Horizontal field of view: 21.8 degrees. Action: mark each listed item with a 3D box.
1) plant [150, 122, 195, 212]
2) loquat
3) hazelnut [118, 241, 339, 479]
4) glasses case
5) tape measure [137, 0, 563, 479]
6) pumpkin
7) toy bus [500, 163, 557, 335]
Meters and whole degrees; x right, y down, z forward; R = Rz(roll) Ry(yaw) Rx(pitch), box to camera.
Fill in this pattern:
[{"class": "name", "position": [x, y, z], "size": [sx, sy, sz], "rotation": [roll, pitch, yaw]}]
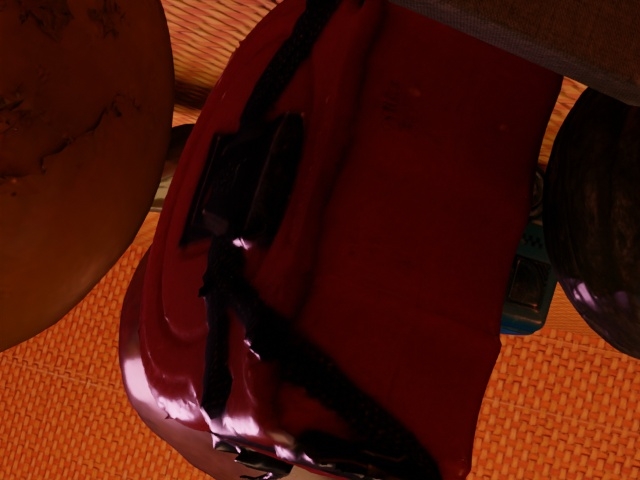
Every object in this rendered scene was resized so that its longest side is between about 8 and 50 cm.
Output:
[{"class": "plant", "position": [-0.230, -0.055, 1.259], "size": [0.306, 0.297, 0.261], "rotation": [28, 150, 24]}, {"class": "loquat", "position": [-0.174, -0.064, 0.711], "size": [0.235, 0.235, 0.235], "rotation": [14, 175, 1]}, {"class": "hazelnut", "position": [-0.015, 0.102, 1.646], "size": [0.366, 0.365, 0.366], "rotation": [14, 175, 1]}, {"class": "glasses case", "position": [0.051, -0.105, 0.547], "size": [0.205, 0.071, 0.047], "rotation": [17, 178, -37]}, {"class": "tape measure", "position": [0.000, -0.001, 0.809], "size": [0.114, 0.253, 0.260], "rotation": [21, 167, -23]}, {"class": "pumpkin", "position": [0.204, -0.008, 0.717], "size": [0.224, 0.157, 0.223], "rotation": [3, 180, 0]}, {"class": "toy bus", "position": [0.058, -0.012, 1.205], "size": [0.246, 0.134, 0.113], "rotation": [16, 175, -33]}]
